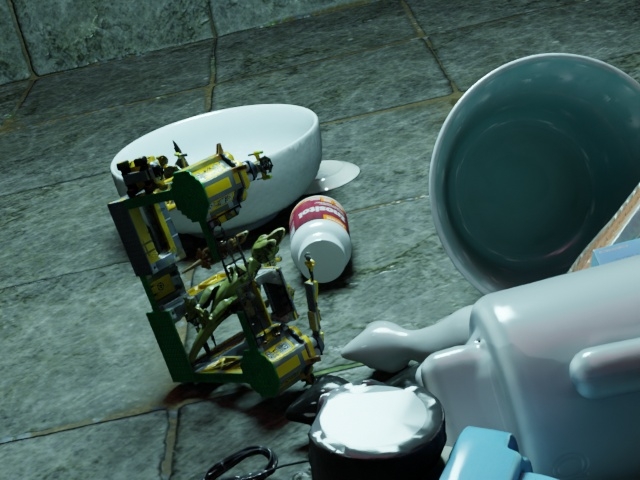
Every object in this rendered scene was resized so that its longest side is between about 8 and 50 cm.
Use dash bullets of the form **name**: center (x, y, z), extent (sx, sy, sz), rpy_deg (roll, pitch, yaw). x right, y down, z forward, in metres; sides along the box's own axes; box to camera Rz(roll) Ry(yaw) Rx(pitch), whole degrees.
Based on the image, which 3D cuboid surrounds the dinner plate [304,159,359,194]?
- **dinner plate**: center (-0.004, -0.111, 2.139), extent (0.141, 0.017, 0.141), rpy_deg (-11, 23, 5)

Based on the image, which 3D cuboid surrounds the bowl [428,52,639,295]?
- **bowl**: center (0.267, -0.064, 1.554), extent (0.312, 0.311, 0.163), rpy_deg (-17, 2, -8)

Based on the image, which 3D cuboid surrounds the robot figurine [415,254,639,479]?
- **robot figurine**: center (0.270, 0.122, 1.162), extent (0.354, 0.199, 0.300), rpy_deg (-15, -7, -2)

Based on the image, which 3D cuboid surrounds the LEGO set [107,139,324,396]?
- **LEGO set**: center (-0.092, 0.020, 1.514), extent (0.192, 0.331, 0.255), rpy_deg (-30, 7, -40)

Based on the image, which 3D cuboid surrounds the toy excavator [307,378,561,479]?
- **toy excavator**: center (0.160, 0.301, 0.816), extent (0.445, 0.222, 0.433), rpy_deg (5, 28, 19)

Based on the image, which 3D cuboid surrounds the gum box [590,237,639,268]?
- **gum box**: center (0.356, 0.054, 1.317), extent (0.157, 0.184, 0.041), rpy_deg (-15, 56, -2)

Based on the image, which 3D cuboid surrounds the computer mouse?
- **computer mouse**: center (-0.008, 0.234, 1.280), extent (0.242, 0.041, 0.071), rpy_deg (-11, 38, 20)

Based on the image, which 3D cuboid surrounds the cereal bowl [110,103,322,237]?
- **cereal bowl**: center (-0.154, -0.099, 2.025), extent (0.339, 0.141, 0.339), rpy_deg (-12, 22, 5)

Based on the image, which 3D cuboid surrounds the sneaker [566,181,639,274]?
- **sneaker**: center (0.385, 0.011, 1.435), extent (0.302, 0.121, 0.108), rpy_deg (-49, 2, -6)

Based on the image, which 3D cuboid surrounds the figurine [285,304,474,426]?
- **figurine**: center (0.094, 0.141, 1.380), extent (0.210, 0.092, 0.215), rpy_deg (-4, 22, 32)

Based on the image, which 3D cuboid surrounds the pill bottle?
- **pill bottle**: center (0.000, 0.000, 1.769), extent (0.086, 0.086, 0.152), rpy_deg (-12, 22, 2)
